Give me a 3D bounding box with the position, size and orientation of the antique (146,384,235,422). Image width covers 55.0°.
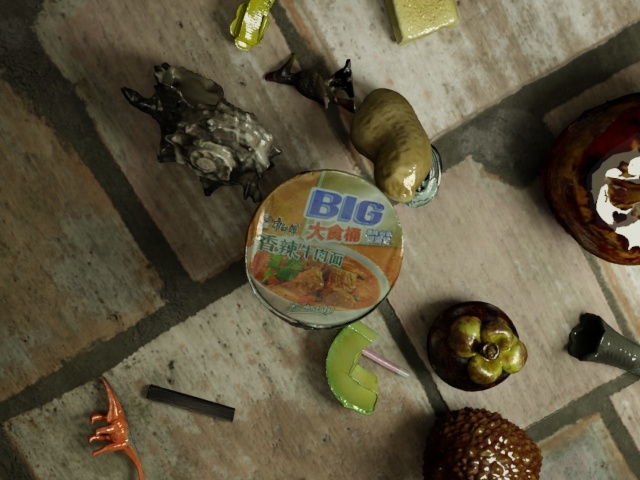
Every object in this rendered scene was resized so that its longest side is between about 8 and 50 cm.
[{"bbox_3d":[-0.277,0.351,1.324,0.192,0.015,0.031,19,97,-8],"label":"antique"}]

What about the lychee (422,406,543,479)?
[{"bbox_3d":[0.349,0.474,1.293,0.271,0.271,0.271,-1,101,-4],"label":"lychee"}]

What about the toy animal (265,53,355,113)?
[{"bbox_3d":[-0.013,-0.304,1.190,0.202,0.070,0.105,17,63,13],"label":"toy animal"}]

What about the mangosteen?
[{"bbox_3d":[0.319,0.221,1.246,0.192,0.217,0.192,0,94,-4],"label":"mangosteen"}]

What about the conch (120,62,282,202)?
[{"bbox_3d":[-0.211,-0.196,1.118,0.186,0.240,0.313,-42,88,-10],"label":"conch"}]

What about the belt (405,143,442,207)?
[{"bbox_3d":[0.192,-0.136,1.248,0.105,0.058,0.140,-3,101,-1],"label":"belt"}]

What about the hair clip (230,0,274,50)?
[{"bbox_3d":[-0.118,-0.441,1.153,0.072,0.046,0.173,11,122,-30],"label":"hair clip"}]

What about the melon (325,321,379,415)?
[{"bbox_3d":[0.072,0.261,1.297,0.118,0.064,0.209,8,111,5],"label":"melon"}]

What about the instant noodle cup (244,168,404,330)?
[{"bbox_3d":[0.000,0.000,1.179,0.296,0.214,0.296,-1,101,-4],"label":"instant noodle cup"}]

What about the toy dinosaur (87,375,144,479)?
[{"bbox_3d":[-0.437,0.425,1.304,0.101,0.055,0.279,-8,99,-26],"label":"toy dinosaur"}]

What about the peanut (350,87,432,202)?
[{"bbox_3d":[0.133,-0.179,1.153,0.137,0.122,0.253,-16,57,-9],"label":"peanut"}]

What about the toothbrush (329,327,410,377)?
[{"bbox_3d":[0.073,0.228,1.327,0.286,0.020,0.025,31,105,-9],"label":"toothbrush"}]

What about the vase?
[{"bbox_3d":[0.672,0.253,1.341,0.237,0.115,0.115,24,98,-11],"label":"vase"}]

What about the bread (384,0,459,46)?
[{"bbox_3d":[0.181,-0.483,1.177,0.125,0.068,0.188,-20,102,-1],"label":"bread"}]

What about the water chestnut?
[{"bbox_3d":[0.614,-0.114,1.162,0.350,0.302,0.350,0,100,0],"label":"water chestnut"}]
